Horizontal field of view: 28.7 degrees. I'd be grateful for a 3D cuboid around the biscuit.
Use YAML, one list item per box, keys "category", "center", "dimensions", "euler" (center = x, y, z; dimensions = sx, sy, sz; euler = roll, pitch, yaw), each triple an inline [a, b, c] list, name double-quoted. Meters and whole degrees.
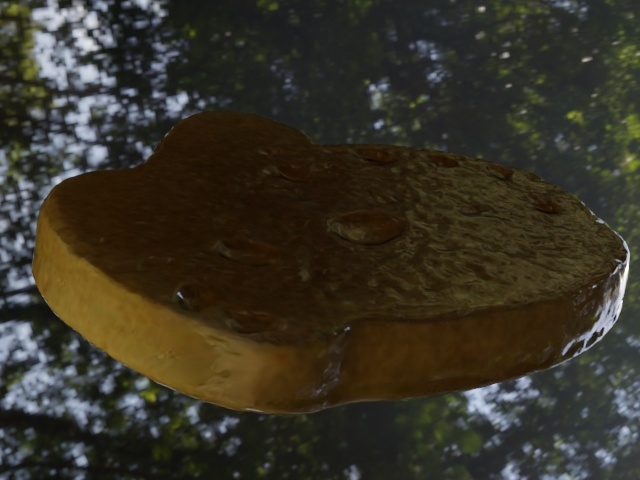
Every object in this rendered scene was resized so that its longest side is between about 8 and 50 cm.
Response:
- category: "biscuit"
  center: [0.000, 0.002, 0.699]
  dimensions: [0.287, 0.344, 0.057]
  euler: [34, -58, 42]
